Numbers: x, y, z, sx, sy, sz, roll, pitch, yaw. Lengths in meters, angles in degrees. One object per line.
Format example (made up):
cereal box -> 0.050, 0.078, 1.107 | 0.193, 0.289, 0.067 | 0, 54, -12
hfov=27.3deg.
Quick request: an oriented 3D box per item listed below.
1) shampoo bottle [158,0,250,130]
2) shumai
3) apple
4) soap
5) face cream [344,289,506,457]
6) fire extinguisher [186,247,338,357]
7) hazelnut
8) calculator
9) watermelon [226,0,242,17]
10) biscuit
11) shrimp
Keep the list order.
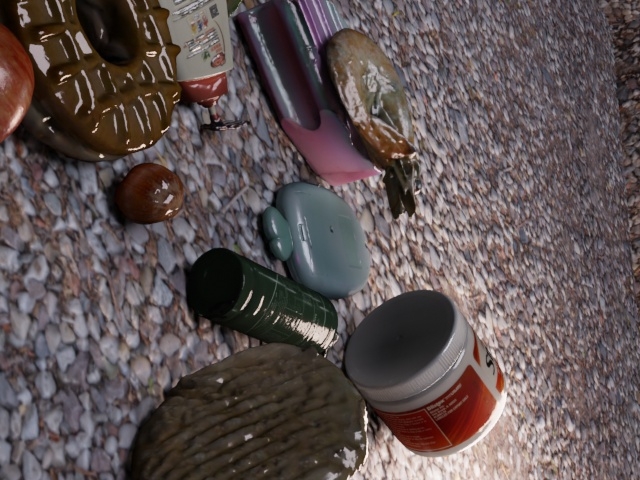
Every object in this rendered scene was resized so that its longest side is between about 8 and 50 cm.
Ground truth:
shampoo bottle -> -0.171, -0.272, 1.812 | 0.153, 0.071, 0.284 | -35, 125, -35
shumai -> -0.087, 0.312, 1.585 | 0.314, 0.267, 0.262 | -35, 140, -34
apple -> -0.367, -0.163, 1.342 | 0.131, 0.146, 0.146 | 48, 35, -30
soap -> 0.002, -0.243, 2.117 | 0.324, 0.109, 0.193 | 66, 28, -10
face cream -> 0.166, 0.208, 2.052 | 0.187, 0.201, 0.201 | 53, 33, -33
fire extinguisher -> -0.060, 0.103, 1.816 | 0.311, 0.095, 0.114 | 26, 96, -53
hazelnut -> -0.211, -0.055, 1.635 | 0.086, 0.086, 0.086 | 40, 41, -47
calculator -> 0.000, 0.000, 2.039 | 0.299, 0.041, 0.186 | 12, 63, -61
watermelon -> -0.191, -0.350, 1.894 | 0.158, 0.121, 0.098 | 13, 31, -9
biscuit -> -0.289, -0.250, 1.578 | 0.332, 0.103, 0.332 | 39, 42, -48
shrimp -> 0.085, -0.184, 2.054 | 0.168, 0.077, 0.317 | -4, 74, -52
